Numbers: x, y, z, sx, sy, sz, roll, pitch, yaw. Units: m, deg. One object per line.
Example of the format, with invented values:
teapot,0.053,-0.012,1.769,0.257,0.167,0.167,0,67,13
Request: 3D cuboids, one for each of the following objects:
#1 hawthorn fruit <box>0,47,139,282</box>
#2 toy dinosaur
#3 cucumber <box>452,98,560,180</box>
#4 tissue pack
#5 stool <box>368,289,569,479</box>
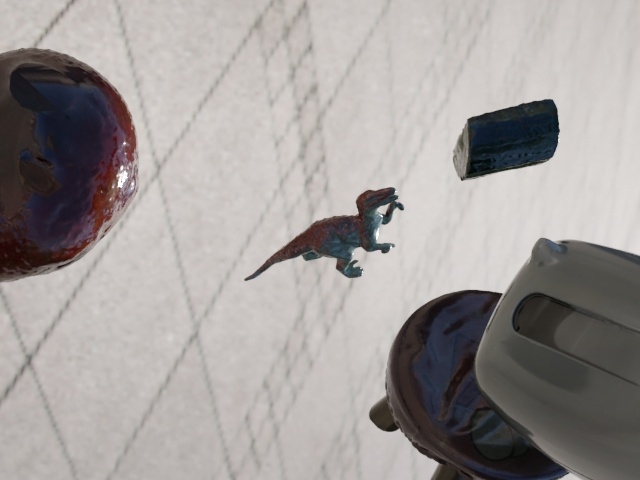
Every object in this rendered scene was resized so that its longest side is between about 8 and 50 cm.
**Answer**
hawthorn fruit,-0.279,-0.073,1.283,0.230,0.210,0.266,-44,179,4
toy dinosaur,0.000,0.000,1.750,0.167,0.242,0.053,60,21,-58
cucumber,0.220,-0.112,1.587,0.116,0.115,0.062,103,-25,-70
tissue pack,0.316,0.135,1.318,0.236,0.333,0.229,42,78,-40
stool,0.197,0.213,1.614,0.178,0.272,0.272,108,8,-46
